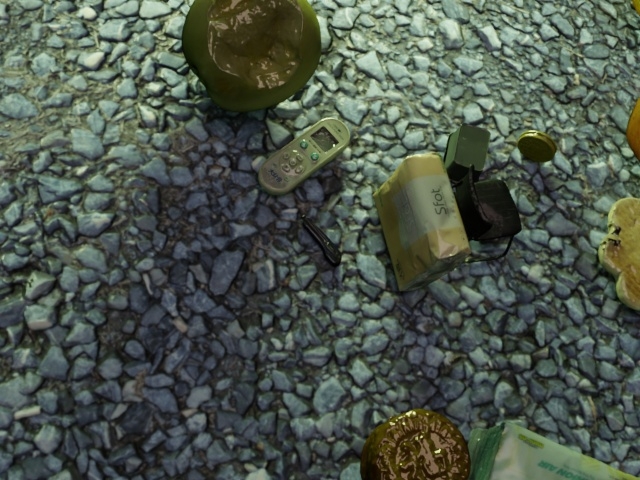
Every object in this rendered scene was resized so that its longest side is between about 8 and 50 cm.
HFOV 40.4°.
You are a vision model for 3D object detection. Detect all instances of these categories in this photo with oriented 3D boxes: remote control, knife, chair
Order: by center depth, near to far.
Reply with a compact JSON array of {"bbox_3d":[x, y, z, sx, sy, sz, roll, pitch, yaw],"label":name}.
[{"bbox_3d":[0.313,-0.056,1.669,0.145,0.221,0.140,-9,72,-15],"label":"chair"},{"bbox_3d":[0.000,0.000,1.697,0.031,0.018,0.121,-36,79,-23],"label":"knife"},{"bbox_3d":[-0.032,-0.167,1.740,0.221,0.042,0.078,-39,80,-22],"label":"remote control"}]

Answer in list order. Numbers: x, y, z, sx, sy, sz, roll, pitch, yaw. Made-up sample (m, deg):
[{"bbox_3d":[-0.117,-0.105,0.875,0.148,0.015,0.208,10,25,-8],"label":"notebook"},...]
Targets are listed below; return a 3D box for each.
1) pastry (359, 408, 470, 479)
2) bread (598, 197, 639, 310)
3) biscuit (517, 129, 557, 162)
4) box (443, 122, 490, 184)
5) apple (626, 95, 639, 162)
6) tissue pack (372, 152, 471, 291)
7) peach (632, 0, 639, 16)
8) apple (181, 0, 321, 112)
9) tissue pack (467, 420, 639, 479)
[{"bbox_3d":[0.165,0.394,1.534,0.189,0.103,0.188,3,69,-9],"label":"pastry"},{"bbox_3d":[0.722,0.031,1.810,0.316,0.054,0.316,4,68,-9],"label":"bread"},{"bbox_3d":[0.454,-0.197,1.825,0.084,0.084,0.023,30,67,1],"label":"biscuit"},{"bbox_3d":[0.303,-0.180,1.796,0.084,0.069,0.122,15,68,-3],"label":"box"},{"bbox_3d":[0.763,-0.227,1.838,0.237,0.207,0.237,24,28,-14],"label":"apple"},{"bbox_3d":[0.189,-0.032,1.656,0.090,0.186,0.222,-3,69,-25],"label":"tissue pack"},{"bbox_3d":[0.885,-0.605,1.953,0.373,0.290,0.372,1,77,-6],"label":"peach"},{"bbox_3d":[-0.138,-0.392,1.694,0.279,0.279,0.279,4,69,-10],"label":"apple"},{"bbox_3d":[0.357,0.542,1.486,0.287,0.162,0.388,24,66,-2],"label":"tissue pack"}]
